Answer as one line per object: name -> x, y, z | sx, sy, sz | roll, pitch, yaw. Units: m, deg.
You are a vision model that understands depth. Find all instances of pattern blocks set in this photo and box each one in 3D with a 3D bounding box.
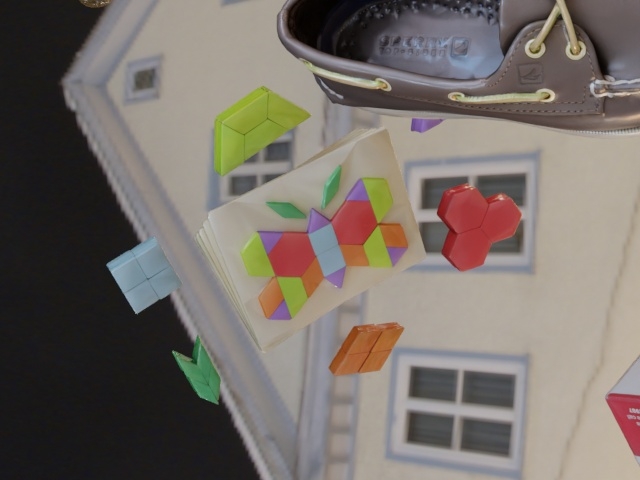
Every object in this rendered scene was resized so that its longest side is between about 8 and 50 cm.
pattern blocks set -> 0.000, 0.000, 1.026 | 0.325, 0.026, 0.285 | -40, -58, -5

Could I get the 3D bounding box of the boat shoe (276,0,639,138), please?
boat shoe -> 0.125, -0.129, 0.752 | 0.096, 0.324, 0.117 | 15, -99, -58

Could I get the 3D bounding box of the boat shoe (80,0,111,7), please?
boat shoe -> -0.237, -0.293, 1.196 | 0.135, 0.050, 0.045 | 79, -175, -45

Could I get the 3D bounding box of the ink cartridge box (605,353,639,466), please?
ink cartridge box -> 0.378, 0.202, 0.962 | 0.114, 0.197, 0.273 | -41, -68, -30
